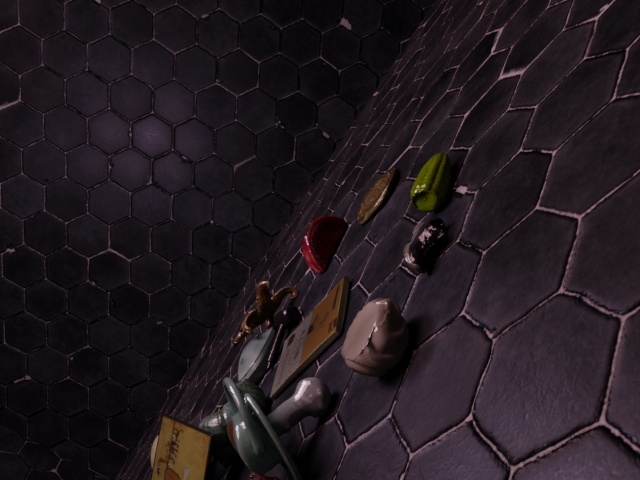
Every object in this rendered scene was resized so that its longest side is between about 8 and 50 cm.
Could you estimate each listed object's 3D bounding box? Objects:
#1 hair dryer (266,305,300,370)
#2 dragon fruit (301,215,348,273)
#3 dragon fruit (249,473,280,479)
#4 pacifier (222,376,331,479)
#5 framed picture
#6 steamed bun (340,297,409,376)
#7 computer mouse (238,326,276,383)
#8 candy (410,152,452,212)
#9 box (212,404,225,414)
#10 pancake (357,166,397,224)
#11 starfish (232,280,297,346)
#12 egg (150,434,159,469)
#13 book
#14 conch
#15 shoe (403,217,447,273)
[{"bbox_3d":[-0.151,0.359,2.110,0.114,0.071,0.248,-40,24,54],"label":"hair dryer"},{"bbox_3d":[0.000,0.000,2.288,0.163,0.189,0.261,2,50,40],"label":"dragon fruit"},{"bbox_3d":[-0.118,0.600,1.332,0.126,0.068,0.112,160,113,-64],"label":"dragon fruit"},{"bbox_3d":[-0.099,0.420,1.397,0.269,0.288,0.343,-33,8,-21],"label":"pacifier"},{"bbox_3d":[-0.438,0.698,1.789,0.339,0.014,0.255,-3,76,49],"label":"framed picture"},{"bbox_3d":[0.127,0.220,1.265,0.182,0.106,0.183,-57,11,17],"label":"steamed bun"},{"bbox_3d":[-0.254,0.439,2.228,0.159,0.097,0.288,-54,13,25],"label":"computer mouse"},{"bbox_3d":[0.312,-0.170,1.579,0.097,0.097,0.209,-42,16,50],"label":"candy"},{"bbox_3d":[-0.355,0.676,2.067,0.240,0.071,0.159,-35,27,61],"label":"box"},{"bbox_3d":[0.208,-0.168,2.123,0.250,0.031,0.250,-54,11,16],"label":"pancake"},{"bbox_3d":[-0.235,0.292,2.321,0.303,0.113,0.312,-29,-29,-53],"label":"starfish"},{"bbox_3d":[-0.486,0.763,1.983,0.186,0.241,0.186,-36,-19,-15],"label":"egg"},{"bbox_3d":[-0.035,0.311,1.842,0.389,0.032,0.269,-50,14,31],"label":"book"},{"bbox_3d":[-0.278,0.577,1.816,0.220,0.196,0.277,79,-161,-80],"label":"conch"},{"bbox_3d":[0.265,0.000,1.385,0.099,0.071,0.169,-40,17,46],"label":"shoe"}]
